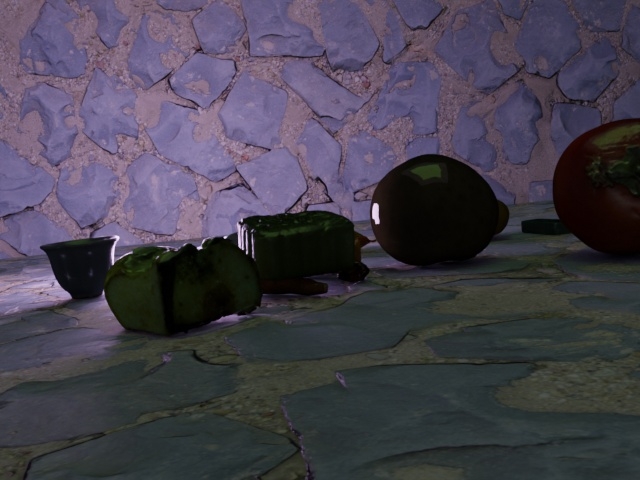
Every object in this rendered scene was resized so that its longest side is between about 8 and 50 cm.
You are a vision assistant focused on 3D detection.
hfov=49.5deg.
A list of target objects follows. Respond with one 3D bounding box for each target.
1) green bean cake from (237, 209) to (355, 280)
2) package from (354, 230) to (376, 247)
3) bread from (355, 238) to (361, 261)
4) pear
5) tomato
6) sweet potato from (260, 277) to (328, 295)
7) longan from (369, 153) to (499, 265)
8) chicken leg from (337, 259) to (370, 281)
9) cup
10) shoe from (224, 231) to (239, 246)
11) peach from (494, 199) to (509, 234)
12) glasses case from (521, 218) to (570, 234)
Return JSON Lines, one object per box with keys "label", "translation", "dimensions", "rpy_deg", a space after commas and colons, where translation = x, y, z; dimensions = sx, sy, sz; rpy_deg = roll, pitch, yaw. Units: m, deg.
{"label": "green bean cake", "translation": [-0.052, 0.003, 1.550], "dimensions": [0.248, 0.124, 0.222], "rpy_deg": [-5, 11, -18]}
{"label": "package", "translation": [0.006, 0.000, 2.213], "dimensions": [0.223, 0.108, 0.288], "rpy_deg": [-4, 10, -43]}
{"label": "bread", "translation": [0.042, 0.043, 1.812], "dimensions": [0.109, 0.080, 0.084], "rpy_deg": [-8, 3, -43]}
{"label": "pear", "translation": [-0.280, 0.080, 1.355], "dimensions": [0.256, 0.163, 0.238], "rpy_deg": [-2, 8, 43]}
{"label": "tomato", "translation": [0.702, -0.116, 1.611], "dimensions": [0.322, 0.321, 0.321], "rpy_deg": [-6, 5, 1]}
{"label": "sweet potato", "translation": [-0.086, 0.095, 1.542], "dimensions": [0.265, 0.057, 0.057], "rpy_deg": [0, 8, 36]}
{"label": "longan", "translation": [0.287, -0.073, 1.769], "dimensions": [0.319, 0.318, 0.319], "rpy_deg": [-6, 5, 1]}
{"label": "chicken leg", "translation": [0.012, 0.052, 1.708], "dimensions": [0.113, 0.093, 0.304], "rpy_deg": [-19, 16, -35]}
{"label": "cup", "translation": [-0.624, 0.074, 1.824], "dimensions": [0.199, 0.149, 0.199], "rpy_deg": [-6, 5, 1]}
{"label": "shoe", "translation": [-0.247, 0.020, 2.288], "dimensions": [0.100, 0.103, 0.251], "rpy_deg": [1, 3, 44]}
{"label": "peach", "translation": [0.477, -0.071, 2.216], "dimensions": [0.251, 0.153, 0.251], "rpy_deg": [-12, 8, 2]}
{"label": "glasses case", "translation": [0.724, -0.045, 2.213], "dimensions": [0.078, 0.039, 0.184], "rpy_deg": [-8, 6, -18]}
